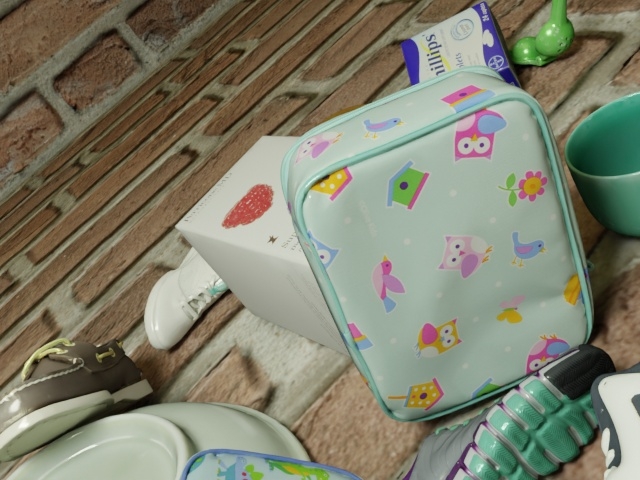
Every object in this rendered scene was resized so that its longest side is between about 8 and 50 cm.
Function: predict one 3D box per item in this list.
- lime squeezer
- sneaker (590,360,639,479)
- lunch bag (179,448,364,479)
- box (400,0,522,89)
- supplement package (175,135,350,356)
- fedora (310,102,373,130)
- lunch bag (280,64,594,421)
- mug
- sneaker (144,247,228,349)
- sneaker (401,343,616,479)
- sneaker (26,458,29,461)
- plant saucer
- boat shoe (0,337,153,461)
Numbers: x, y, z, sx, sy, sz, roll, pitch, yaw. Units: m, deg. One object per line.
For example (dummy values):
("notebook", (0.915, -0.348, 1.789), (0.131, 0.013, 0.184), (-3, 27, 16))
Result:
("lime squeezer", (0.293, -0.294, 0.999), (0.059, 0.110, 0.310), (-43, 0, -14))
("sneaker", (0.217, 0.160, 0.462), (0.153, 0.094, 0.235), (-48, -17, -83))
("lunch bag", (-0.028, 0.261, 0.481), (0.219, 0.176, 0.090), (-98, 27, -50))
("box", (0.199, -0.247, 1.008), (0.137, 0.072, 0.126), (-23, 60, 24))
("supplement package", (0.000, 0.000, 0.814), (0.177, 0.175, 0.293), (-50, 32, -20))
("fedora", (0.046, -0.116, 1.027), (0.194, 0.079, 0.194), (-23, 39, 19))
("lunch bag", (0.107, 0.010, 0.593), (0.224, 0.279, 0.108), (-25, 30, -2))
("mug", (0.321, -0.071, 0.657), (0.157, 0.097, 0.129), (-24, 32, 20))
("sneaker", (-0.168, 0.066, 1.007), (0.094, 0.080, 0.212), (0, 44, 30))
("sneaker", (0.130, 0.155, 0.560), (0.223, 0.083, 0.098), (-42, 25, -8))
("sneaker", (-0.334, 0.294, 0.869), (0.166, 0.065, 0.076), (-13, 33, 32))
("plant saucer", (-0.199, 0.266, 0.635), (0.400, 0.101, 0.400), (-17, 27, 9))
("boat shoe", (-0.282, 0.164, 0.791), (0.116, 0.097, 0.324), (-31, -7, 1))
